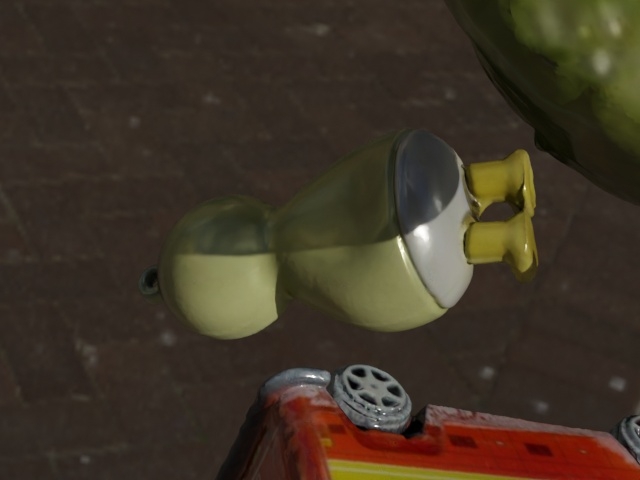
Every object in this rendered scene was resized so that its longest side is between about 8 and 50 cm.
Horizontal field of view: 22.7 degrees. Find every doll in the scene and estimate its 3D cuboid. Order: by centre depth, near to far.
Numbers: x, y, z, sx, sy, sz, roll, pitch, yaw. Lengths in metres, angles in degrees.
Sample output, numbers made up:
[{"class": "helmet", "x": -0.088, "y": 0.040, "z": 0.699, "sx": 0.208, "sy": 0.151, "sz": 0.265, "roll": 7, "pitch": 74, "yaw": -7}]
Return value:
[{"class": "doll", "x": 0.006, "y": 0.005, "z": 1.096, "sx": 0.117, "sy": 0.296, "sz": 0.141, "roll": 37, "pitch": 47, "yaw": -48}]

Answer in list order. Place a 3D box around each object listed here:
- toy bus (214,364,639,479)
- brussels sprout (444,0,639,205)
[{"class": "toy bus", "x": 0.055, "y": 0.096, "z": 0.482, "sx": 0.174, "sy": 0.079, "sz": 0.077, "roll": 12, "pitch": 31, "yaw": -23}, {"class": "brussels sprout", "x": 0.192, "y": -0.163, "z": 0.763, "sx": 0.328, "sy": 0.328, "sz": 0.247, "roll": 8, "pitch": 7, "yaw": -9}]
